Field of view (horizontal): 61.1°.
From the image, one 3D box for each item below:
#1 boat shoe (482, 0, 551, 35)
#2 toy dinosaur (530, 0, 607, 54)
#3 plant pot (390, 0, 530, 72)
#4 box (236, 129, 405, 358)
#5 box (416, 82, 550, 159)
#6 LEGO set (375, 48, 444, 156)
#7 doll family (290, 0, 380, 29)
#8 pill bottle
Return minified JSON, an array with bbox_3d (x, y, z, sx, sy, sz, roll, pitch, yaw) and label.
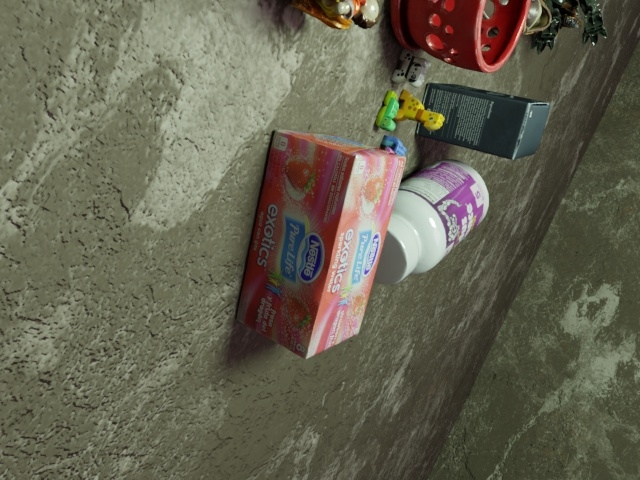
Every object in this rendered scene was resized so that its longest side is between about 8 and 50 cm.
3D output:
[{"bbox_3d":[0.390,-0.479,1.104,0.342,0.123,0.123,-9,118,-55],"label":"boat shoe"},{"bbox_3d":[0.562,-0.573,1.290,0.322,0.164,0.218,28,53,-52],"label":"toy dinosaur"},{"bbox_3d":[0.216,-0.376,0.858,0.191,0.174,0.191,-36,138,-41],"label":"plant pot"},{"bbox_3d":[0.000,0.000,0.810,0.154,0.142,0.300,-10,118,-55],"label":"box"},{"bbox_3d":[0.325,-0.242,1.082,0.153,0.207,0.108,-18,124,-51],"label":"box"},{"bbox_3d":[0.157,-0.207,0.960,0.087,0.093,0.227,17,96,-59],"label":"LEGO set"},{"bbox_3d":[0.020,-0.361,0.660,0.163,0.118,0.263,46,53,-51],"label":"doll family"},{"bbox_3d":[0.193,-0.036,1.057,0.301,0.169,0.169,-34,137,-41],"label":"pill bottle"}]
